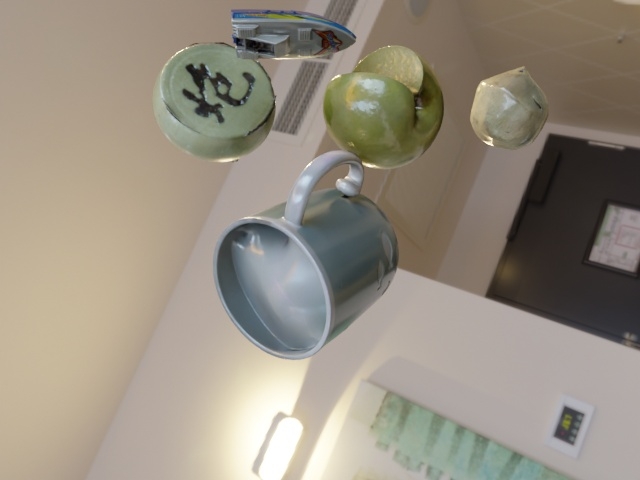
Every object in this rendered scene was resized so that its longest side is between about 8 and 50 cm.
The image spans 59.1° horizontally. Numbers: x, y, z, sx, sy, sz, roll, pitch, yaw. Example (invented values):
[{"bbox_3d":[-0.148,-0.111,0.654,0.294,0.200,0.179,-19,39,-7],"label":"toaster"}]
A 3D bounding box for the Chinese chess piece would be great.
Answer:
[{"bbox_3d":[-0.300,-0.398,1.621,0.349,0.349,0.146,-51,-1,-28],"label":"Chinese chess piece"}]

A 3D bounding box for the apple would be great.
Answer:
[{"bbox_3d":[0.149,-0.319,1.366,0.292,0.254,0.292,-2,-88,-45],"label":"apple"}]

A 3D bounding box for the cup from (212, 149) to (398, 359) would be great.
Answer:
[{"bbox_3d":[0.000,0.000,1.018,0.274,0.259,0.357,-28,-40,-50],"label":"cup"}]

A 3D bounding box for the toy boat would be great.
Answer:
[{"bbox_3d":[-0.062,-0.479,1.329,0.129,0.295,0.088,96,175,-67],"label":"toy boat"}]

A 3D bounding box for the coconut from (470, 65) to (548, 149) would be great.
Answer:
[{"bbox_3d":[0.526,-0.369,1.561,0.224,0.224,0.224,-30,-51,-45],"label":"coconut"}]
